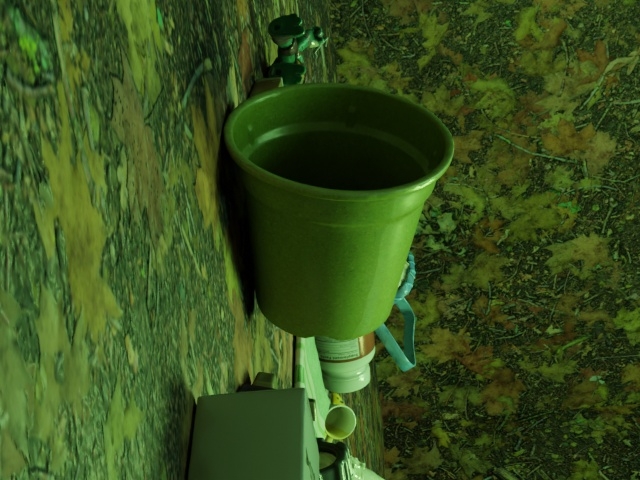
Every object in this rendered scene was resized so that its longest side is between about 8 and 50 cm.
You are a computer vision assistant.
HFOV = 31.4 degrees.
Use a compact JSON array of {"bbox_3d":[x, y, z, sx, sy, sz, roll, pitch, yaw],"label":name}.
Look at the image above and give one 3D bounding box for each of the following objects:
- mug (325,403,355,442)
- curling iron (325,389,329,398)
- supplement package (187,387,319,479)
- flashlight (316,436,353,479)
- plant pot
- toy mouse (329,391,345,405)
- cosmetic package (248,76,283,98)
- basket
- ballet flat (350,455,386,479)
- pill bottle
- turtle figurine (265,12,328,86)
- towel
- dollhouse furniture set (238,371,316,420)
[{"bbox_3d":[0.018,0.330,2.076,0.062,0.078,0.064,57,-15,-14],"label":"mug"},{"bbox_3d":[0.002,0.182,2.137,0.068,0.035,0.273,-55,139,-83],"label":"curling iron"},{"bbox_3d":[-0.058,0.232,1.011,0.179,0.105,0.105,-90,172,-50],"label":"supplement package"},{"bbox_3d":[0.009,0.430,1.592,0.103,0.103,0.304,-90,172,-70],"label":"flashlight"},{"bbox_3d":[0.013,-0.024,1.425,0.276,0.276,0.253,-88,-177,-56],"label":"plant pot"},{"bbox_3d":[0.030,0.313,2.206,0.143,0.031,0.160,152,-58,-85],"label":"toy mouse"},{"bbox_3d":[-0.075,-0.192,1.635,0.115,0.041,0.060,-84,168,-66],"label":"cosmetic package"},{"bbox_3d":[0.104,0.097,2.275,0.289,0.201,0.254,51,15,-15],"label":"basket"},{"bbox_3d":[0.084,0.514,2.177,0.408,0.147,0.147,78,9,-49],"label":"ballet flat"},{"bbox_3d":[0.035,0.158,2.045,0.121,0.121,0.216,-84,168,-66],"label":"pill bottle"},{"bbox_3d":[-0.029,-0.259,1.803,0.234,0.118,0.175,43,26,-73],"label":"turtle figurine"},{"bbox_3d":[-0.011,0.315,1.850,0.324,0.038,0.247,-90,172,-48],"label":"towel"},{"bbox_3d":[-0.051,0.208,1.332,0.114,0.091,0.081,-79,178,-83],"label":"dollhouse furniture set"}]
